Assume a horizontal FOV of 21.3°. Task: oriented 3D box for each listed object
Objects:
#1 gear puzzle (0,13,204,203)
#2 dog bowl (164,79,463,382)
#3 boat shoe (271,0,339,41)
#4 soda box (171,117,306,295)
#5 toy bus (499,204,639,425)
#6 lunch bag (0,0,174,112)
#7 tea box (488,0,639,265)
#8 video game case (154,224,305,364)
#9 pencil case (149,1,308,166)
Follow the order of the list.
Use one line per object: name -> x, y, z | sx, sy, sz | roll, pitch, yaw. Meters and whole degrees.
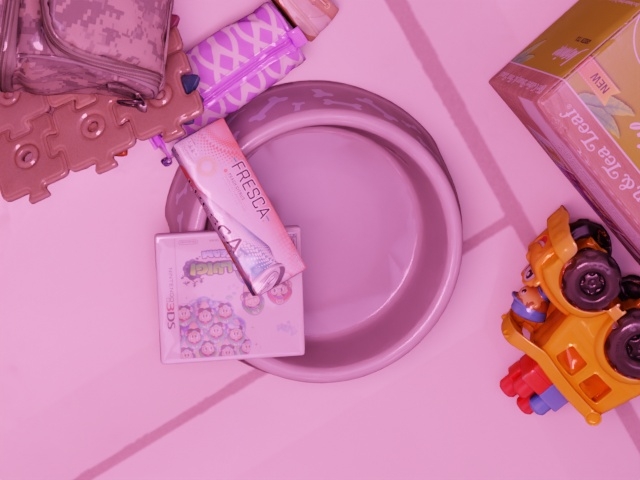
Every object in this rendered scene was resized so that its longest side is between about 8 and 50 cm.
gear puzzle -> -0.286, -0.125, 1.818 | 0.339, 0.044, 0.175 | -24, 67, 9
dog bowl -> 0.000, 0.000, 1.896 | 0.348, 0.102, 0.349 | -2, 102, -8
boat shoe -> -0.043, -0.298, 1.853 | 0.059, 0.063, 0.170 | -40, 114, -2
soda box -> -0.087, -0.034, 1.780 | 0.063, 0.058, 0.183 | -30, 91, -8
toy bus -> 0.281, 0.102, 1.952 | 0.211, 0.149, 0.220 | -37, 103, 16
lunch bag -> -0.264, -0.295, 1.717 | 0.256, 0.212, 0.305 | 8, 83, -11
tea box -> 0.424, -0.147, 1.872 | 0.323, 0.220, 0.329 | -42, 104, 2
video game case -> -0.097, 0.059, 1.830 | 0.157, 0.019, 0.143 | -4, 102, -8
pencil case -> -0.113, -0.174, 1.850 | 0.206, 0.088, 0.086 | -38, 105, -1
